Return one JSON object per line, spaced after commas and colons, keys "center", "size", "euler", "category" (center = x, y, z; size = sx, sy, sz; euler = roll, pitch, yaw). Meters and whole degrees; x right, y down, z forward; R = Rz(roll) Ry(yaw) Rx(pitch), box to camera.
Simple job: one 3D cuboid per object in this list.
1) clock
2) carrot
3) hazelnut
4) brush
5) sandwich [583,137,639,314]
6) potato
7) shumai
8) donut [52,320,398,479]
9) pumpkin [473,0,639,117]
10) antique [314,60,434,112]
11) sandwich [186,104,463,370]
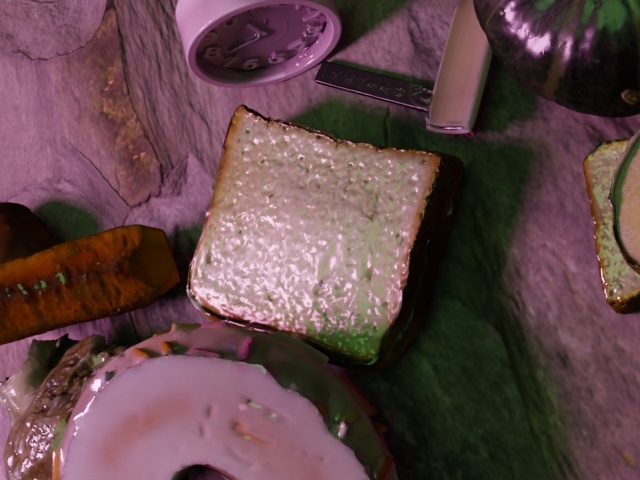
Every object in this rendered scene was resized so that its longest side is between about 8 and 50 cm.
{"center": [-0.075, -0.267, 1.188], "size": [0.197, 0.197, 0.068], "euler": [-23, 69, 22], "category": "clock"}
{"center": [-0.333, 0.061, 1.235], "size": [0.302, 0.114, 0.114], "euler": [-16, 68, -11], "category": "carrot"}
{"center": [-0.446, 0.035, 1.358], "size": [0.170, 0.160, 0.202], "euler": [-28, 29, 7], "category": "hazelnut"}
{"center": [0.192, -0.268, 1.138], "size": [0.060, 0.050, 0.321], "euler": [7, 74, 32], "category": "brush"}
{"center": [0.381, -0.028, 0.967], "size": [0.214, 0.065, 0.186], "euler": [-15, 71, 25], "category": "sandwich"}
{"center": [0.364, -0.043, 0.898], "size": [0.164, 0.081, 0.200], "euler": [26, 89, 40], "category": "potato"}
{"center": [-0.320, 0.207, 1.217], "size": [0.218, 0.189, 0.256], "euler": [34, 83, 31], "category": "shumai"}
{"center": [-0.096, 0.262, 1.050], "size": [0.382, 0.142, 0.383], "euler": [2, 102, 11], "category": "donut"}
{"center": [0.302, -0.270, 0.988], "size": [0.300, 0.207, 0.300], "euler": [-3, 76, 12], "category": "pumpkin"}
{"center": [0.076, -0.189, 1.195], "size": [0.192, 0.015, 0.031], "euler": [20, 88, 30], "category": "antique"}
{"center": [0.000, 0.000, 1.147], "size": [0.301, 0.099, 0.271], "euler": [16, 91, 27], "category": "sandwich"}
